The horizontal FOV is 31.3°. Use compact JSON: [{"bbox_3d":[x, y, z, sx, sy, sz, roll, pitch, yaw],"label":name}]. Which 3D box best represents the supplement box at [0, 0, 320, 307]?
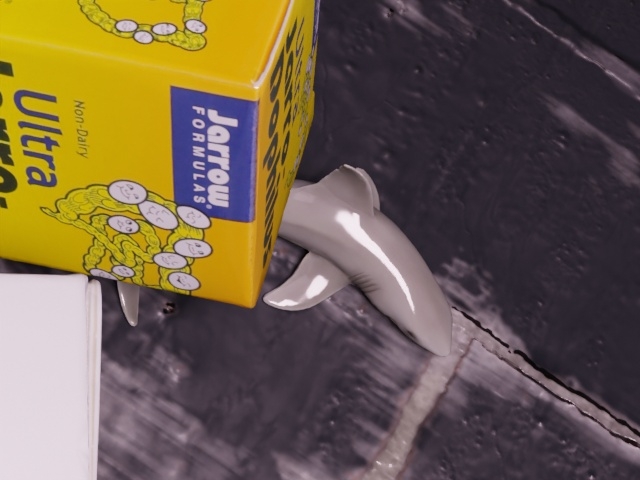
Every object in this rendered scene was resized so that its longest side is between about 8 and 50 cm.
[{"bbox_3d":[-0.189,-0.119,0.714,0.357,0.194,0.195,11,50,5],"label":"supplement box"}]

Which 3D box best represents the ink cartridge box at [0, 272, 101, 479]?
[{"bbox_3d":[-0.316,0.130,0.563,0.385,0.279,0.160,2,65,-18],"label":"ink cartridge box"}]

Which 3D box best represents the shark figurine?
[{"bbox_3d":[-0.022,-0.019,0.841,0.278,0.116,0.166,10,61,-17],"label":"shark figurine"}]
